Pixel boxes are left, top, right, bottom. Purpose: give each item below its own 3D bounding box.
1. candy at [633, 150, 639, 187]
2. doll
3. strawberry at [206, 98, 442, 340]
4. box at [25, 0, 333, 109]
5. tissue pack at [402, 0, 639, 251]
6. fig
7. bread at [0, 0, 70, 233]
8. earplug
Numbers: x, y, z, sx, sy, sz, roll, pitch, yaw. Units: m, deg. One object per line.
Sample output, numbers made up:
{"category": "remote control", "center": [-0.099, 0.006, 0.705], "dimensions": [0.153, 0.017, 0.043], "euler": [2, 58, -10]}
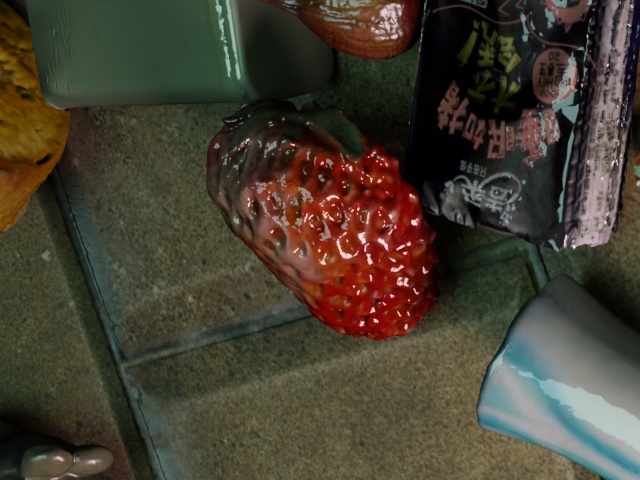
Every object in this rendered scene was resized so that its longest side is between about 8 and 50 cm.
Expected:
{"category": "candy", "center": [0.346, -0.135, 1.820], "dimensions": [0.055, 0.049, 0.185], "euler": [1, 98, 6]}
{"category": "doll", "center": [-0.376, 0.424, 2.442], "dimensions": [0.378, 0.252, 0.382], "euler": [-157, 63, -66]}
{"category": "strawberry", "center": [0.000, 0.000, 1.960], "dimensions": [0.265, 0.149, 0.336], "euler": [19, 147, 46]}
{"category": "box", "center": [-0.179, -0.329, 2.079], "dimensions": [0.343, 0.177, 0.352], "euler": [-1, 103, 40]}
{"category": "tissue pack", "center": [0.206, -0.170, 1.861], "dimensions": [0.245, 0.123, 0.332], "euler": [19, 110, 41]}
{"category": "fig", "center": [0.009, -0.258, 1.924], "dimensions": [0.146, 0.201, 0.134], "euler": [-131, 38, -63]}
{"category": "bread", "center": [-0.501, -0.157, 2.229], "dimensions": [0.215, 0.398, 0.398], "euler": [-40, 78, 31]}
{"category": "earplug", "center": [0.340, 0.190, 1.830], "dimensions": [0.324, 0.185, 0.185], "euler": [30, 119, 22]}
